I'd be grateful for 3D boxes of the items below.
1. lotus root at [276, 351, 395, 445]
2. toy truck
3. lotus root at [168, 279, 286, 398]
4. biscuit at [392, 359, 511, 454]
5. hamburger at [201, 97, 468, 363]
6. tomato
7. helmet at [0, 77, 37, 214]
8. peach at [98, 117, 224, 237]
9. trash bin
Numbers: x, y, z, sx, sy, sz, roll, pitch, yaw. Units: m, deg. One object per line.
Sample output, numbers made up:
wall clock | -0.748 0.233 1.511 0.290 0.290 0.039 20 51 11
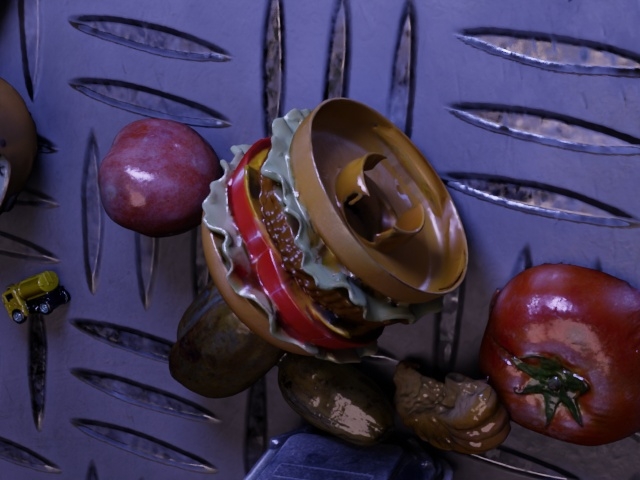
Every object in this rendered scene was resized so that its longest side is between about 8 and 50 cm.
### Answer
lotus root | 0.016 0.187 1.504 0.179 0.080 0.089 33 103 25
toy truck | -0.390 0.077 1.694 0.083 0.049 0.054 -19 100 31
lotus root | -0.103 0.111 1.500 0.123 0.124 0.241 30 142 -11
biscuit | 0.148 0.202 1.426 0.118 0.061 0.183 55 153 -18
hamburger | 0.000 0.000 1.330 0.212 0.274 0.274 -34 93 32
tomato | 0.269 0.139 1.362 0.225 0.085 0.225 10 117 21
helmet | -0.441 -0.126 1.587 0.198 0.130 0.224 35 133 13
peach | -0.184 -0.063 1.481 0.152 0.152 0.152 10 115 23
trash bin | 0.023 0.447 1.506 0.255 0.296 0.368 2 118 25
